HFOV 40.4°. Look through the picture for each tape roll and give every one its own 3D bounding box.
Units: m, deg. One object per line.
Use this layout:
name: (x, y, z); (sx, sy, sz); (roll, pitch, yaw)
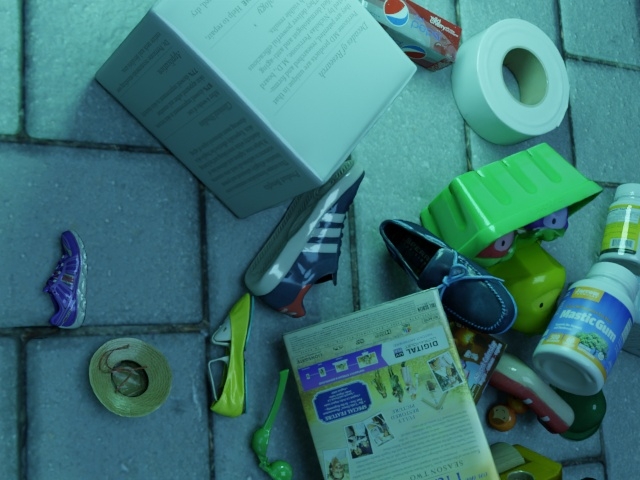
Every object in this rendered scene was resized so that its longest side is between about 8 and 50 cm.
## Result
tape roll: (0.449, -0.369, 2.041); (0.286, 0.100, 0.286); (6, 77, -29)

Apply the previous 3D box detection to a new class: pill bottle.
pill bottle: (0.571, 0.179, 1.838); (0.152, 0.152, 0.272); (45, 61, -16)
pill bottle: (0.766, -0.028, 2.150); (0.119, 0.119, 0.208); (26, 69, -24)

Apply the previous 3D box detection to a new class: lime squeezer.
lime squeezer: (-0.063, 0.399, 1.618); (0.110, 0.059, 0.310); (-20, 94, -12)

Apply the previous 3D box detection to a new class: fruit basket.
fruit basket: (0.436, 0.019, 1.886); (0.392, 0.283, 0.391); (10, 61, -19)

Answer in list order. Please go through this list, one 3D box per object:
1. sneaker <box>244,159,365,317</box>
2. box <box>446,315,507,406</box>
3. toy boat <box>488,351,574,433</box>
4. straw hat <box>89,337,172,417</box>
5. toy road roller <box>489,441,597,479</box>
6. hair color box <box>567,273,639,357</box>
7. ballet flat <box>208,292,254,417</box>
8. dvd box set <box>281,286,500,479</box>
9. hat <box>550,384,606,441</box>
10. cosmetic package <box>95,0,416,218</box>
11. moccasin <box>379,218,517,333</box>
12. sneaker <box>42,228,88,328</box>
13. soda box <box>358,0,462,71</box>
sneaker: (0.000, 0.000, 1.708); (0.148, 0.131, 0.350); (46, 68, -23)
box: (0.214, 0.278, 1.708); (0.201, 0.057, 0.293); (29, 62, 10)
toy boat: (0.427, 0.352, 1.891); (0.151, 0.151, 0.231); (-46, 106, 2)
straw hat: (-0.331, 0.241, 1.500); (0.145, 0.061, 0.144); (9, 63, -17)
toy road roller: (0.409, 0.577, 1.744); (0.203, 0.330, 0.240); (-12, 108, -30)
hair color box: (0.788, 0.199, 2.082); (0.375, 0.185, 0.113); (23, 69, -25)
ballet flat: (-0.167, 0.208, 1.598); (0.077, 0.077, 0.230); (5, 80, -12)
dvd box set: (0.133, 0.329, 1.595); (0.308, 0.062, 0.420); (-18, 78, 1)
hat: (0.634, 0.371, 1.962); (0.209, 0.184, 0.172); (-5, 84, -31)
cosmetic package: (-0.121, -0.304, 1.566); (0.393, 0.329, 0.327); (45, 62, -16)
moccasin: (0.231, 0.074, 1.723); (0.117, 0.342, 0.137); (23, 100, -51)
sneaker: (-0.433, 0.064, 1.472); (0.071, 0.068, 0.169); (3, 80, -24)
soda box: (0.180, -0.470, 1.913); (0.263, 0.083, 0.092); (21, 72, -26)
